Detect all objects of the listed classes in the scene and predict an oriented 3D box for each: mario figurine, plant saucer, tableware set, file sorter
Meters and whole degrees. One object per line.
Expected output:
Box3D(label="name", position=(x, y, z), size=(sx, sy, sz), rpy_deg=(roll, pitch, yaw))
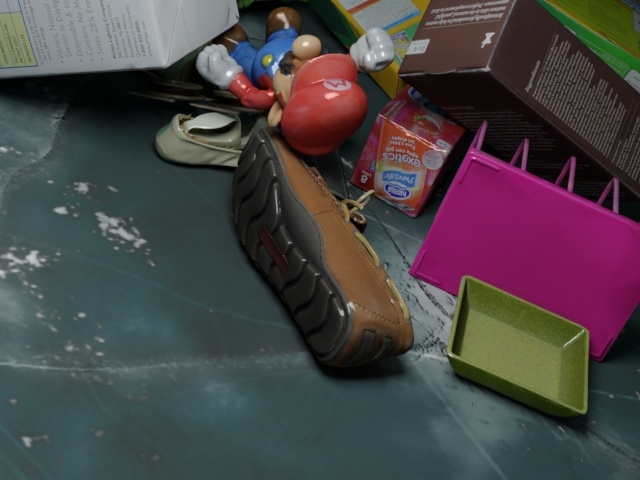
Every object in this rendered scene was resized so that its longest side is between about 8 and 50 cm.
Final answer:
Box3D(label="mario figurine", position=(-0.035, -0.243, 1.489), size=(0.170, 0.198, 0.320), rpy_deg=(35, 7, -36))
Box3D(label="plant saucer", position=(0.250, 0.144, 1.461), size=(0.188, 0.045, 0.188), rpy_deg=(24, 33, 0))
Box3D(label="tableware set", position=(-0.162, -0.215, 1.634), size=(0.194, 0.039, 0.128), rpy_deg=(13, 12, 25))
Box3D(label="file sorter", position=(0.308, -0.013, 1.583), size=(0.290, 0.202, 0.182), rpy_deg=(25, 29, 2))

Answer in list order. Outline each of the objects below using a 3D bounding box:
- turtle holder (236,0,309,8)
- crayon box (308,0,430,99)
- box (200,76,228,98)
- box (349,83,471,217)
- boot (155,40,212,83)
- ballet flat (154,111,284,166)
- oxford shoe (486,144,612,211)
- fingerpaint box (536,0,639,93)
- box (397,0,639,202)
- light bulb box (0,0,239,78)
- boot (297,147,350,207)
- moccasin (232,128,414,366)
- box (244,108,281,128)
Box3D(label="turtle holder", position=(-0.120, -0.534, 2.066), size=(0.227, 0.243, 0.321), rpy_deg=(3, 76, -5))
Box3D(label="crayon box", position=(0.151, -0.382, 2.017), size=(0.203, 0.083, 0.323), rpy_deg=(-29, 65, -20))
Box3D(label="box", position=(-0.135, -0.250, 1.757), size=(0.083, 0.052, 0.062), rpy_deg=(15, 30, 16))
Box3D(label="box", position=(0.157, -0.159, 1.758), size=(0.122, 0.128, 0.257), rpy_deg=(29, 33, 8))
Box3D(label="boot", position=(-0.246, -0.324, 1.792), size=(0.165, 0.077, 0.213), rpy_deg=(23, 32, 3))
Box3D(label="ballet flat", position=(-0.111, -0.141, 1.607), size=(0.248, 0.086, 0.086), rpy_deg=(1, 39, -31))
Box3D(label="oxford shoe", position=(0.378, -0.160, 1.895), size=(0.129, 0.133, 0.364), rpy_deg=(-1, 40, -34))
Box3D(label="fingerpaint box", position=(0.540, -0.380, 2.235), size=(0.444, 0.163, 0.371), rpy_deg=(29, 32, -10))
Box3D(label="box", position=(0.317, -0.201, 1.645), size=(0.381, 0.143, 0.191), rpy_deg=(30, -13, -34))
Box3D(label="light bulb box", position=(-0.341, -0.413, 1.485), size=(0.360, 0.358, 0.225), rpy_deg=(1, 24, 24))
Box3D(label="boot", position=(0.016, -0.122, 1.641), size=(0.189, 0.076, 0.209), rpy_deg=(21, 41, -48))
Box3D(label="moccasin", position=(0.001, -0.003, 1.430), size=(0.147, 0.139, 0.380), rpy_deg=(4, 34, -38))
Box3D(label="box", position=(-0.071, -0.201, 1.775), size=(0.067, 0.018, 0.083), rpy_deg=(32, 34, 11))
